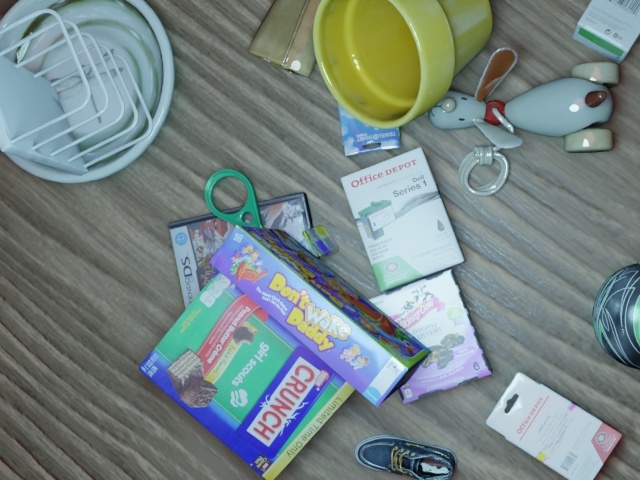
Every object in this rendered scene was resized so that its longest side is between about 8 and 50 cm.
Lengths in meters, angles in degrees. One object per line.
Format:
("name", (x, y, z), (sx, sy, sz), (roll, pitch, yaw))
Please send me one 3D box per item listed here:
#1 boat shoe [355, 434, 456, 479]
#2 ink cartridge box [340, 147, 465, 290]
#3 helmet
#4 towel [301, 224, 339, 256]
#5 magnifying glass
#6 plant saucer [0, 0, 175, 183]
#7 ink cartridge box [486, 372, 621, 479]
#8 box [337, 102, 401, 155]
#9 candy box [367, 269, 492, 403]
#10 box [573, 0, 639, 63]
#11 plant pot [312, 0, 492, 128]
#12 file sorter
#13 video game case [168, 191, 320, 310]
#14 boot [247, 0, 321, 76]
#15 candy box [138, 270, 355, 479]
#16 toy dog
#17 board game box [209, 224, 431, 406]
("boat shoe", (0.148, 0.386, 1.461), (0.184, 0.083, 0.065), (3, 87, 11))
("ink cartridge box", (0.147, -0.037, 1.479), (0.160, 0.092, 0.219), (-21, 84, 9))
("helmet", (0.532, 0.126, 1.361), (0.162, 0.169, 0.169), (30, 93, -5))
("towel", (0.000, 0.000, 1.514), (0.009, 0.083, 0.060), (-39, 79, 27))
("magnifying glass", (-0.129, -0.035, 1.536), (0.092, 0.026, 0.231), (-40, 79, 6))
("plant saucer", (-0.460, -0.305, 1.610), (0.401, 0.100, 0.400), (-1, 87, 12))
("ink cartridge box", (0.397, 0.321, 1.425), (0.198, 0.067, 0.115), (33, 93, 9))
("box", (0.087, -0.248, 1.527), (0.109, 0.042, 0.178), (-8, 84, 11))
("candy box", (0.193, 0.169, 1.470), (0.165, 0.070, 0.196), (-22, 83, 10))
("box", (0.509, -0.381, 1.428), (0.101, 0.087, 0.102), (33, 94, 11))
("plant pot", (0.156, -0.350, 1.403), (0.239, 0.254, 0.254), (-33, 79, -33))
("file sorter", (-0.435, -0.251, 1.412), (0.173, 0.278, 0.192), (-25, 83, 7))
("video game case", (-0.135, 0.059, 1.560), (0.275, 0.035, 0.248), (-13, 84, 10))
("boot", (0.021, -0.428, 1.534), (0.236, 0.089, 0.269), (26, 92, 22))
("candy box", (-0.115, 0.225, 1.476), (0.317, 0.122, 0.268), (40, 99, 1))
("toy dog", (0.361, -0.225, 1.412), (0.334, 0.161, 0.220), (-20, 83, 9))
("board game box", (0.008, 0.114, 1.361), (0.347, 0.233, 0.078), (39, 99, 13))
